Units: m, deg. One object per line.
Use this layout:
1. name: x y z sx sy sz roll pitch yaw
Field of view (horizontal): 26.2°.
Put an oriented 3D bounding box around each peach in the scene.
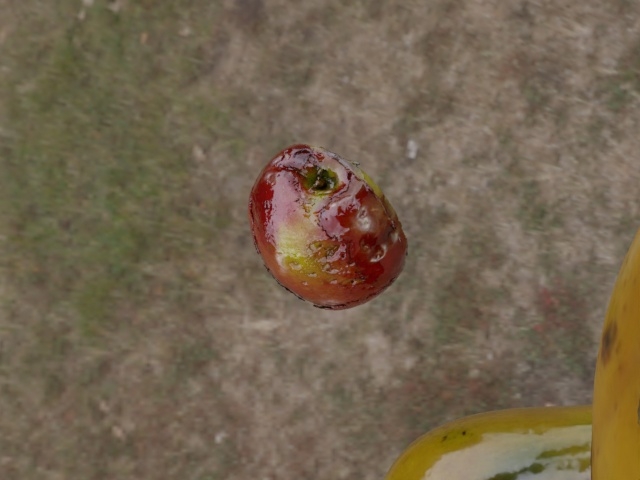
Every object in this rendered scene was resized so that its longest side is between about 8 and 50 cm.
1. peach: 0.000 0.000 0.648 0.077 0.083 0.050 25 64 23

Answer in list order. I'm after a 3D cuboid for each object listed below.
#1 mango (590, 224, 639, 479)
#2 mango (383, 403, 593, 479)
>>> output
1. mango: 0.173 0.075 0.346 0.191 0.290 0.160 -51 37 -11
2. mango: 0.103 0.125 0.626 0.163 0.111 0.089 -8 47 15
